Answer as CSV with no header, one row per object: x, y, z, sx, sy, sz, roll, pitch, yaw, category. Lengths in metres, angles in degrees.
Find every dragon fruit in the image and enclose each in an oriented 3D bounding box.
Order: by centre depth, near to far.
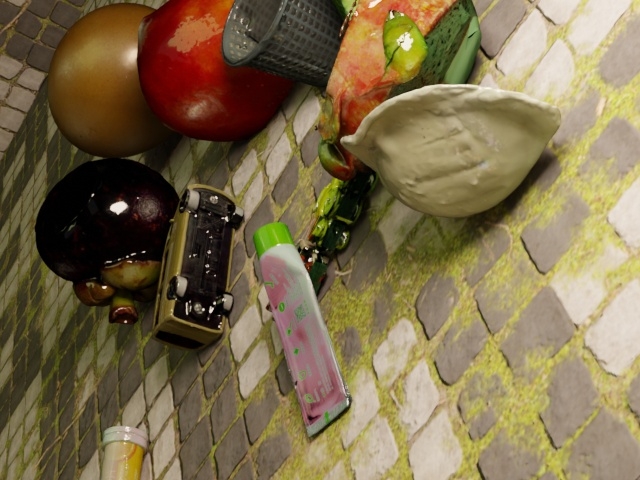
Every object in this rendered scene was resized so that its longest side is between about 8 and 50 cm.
0.094,-0.203,1.334,0.268,0.130,0.295,-21,-46,-66,dragon fruit

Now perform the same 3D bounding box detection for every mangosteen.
-0.367,-0.002,2.002,0.288,0.233,0.287,-22,48,27,mangosteen

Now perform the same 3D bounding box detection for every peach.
-0.135,-0.309,1.901,0.338,0.281,0.281,-11,51,18,peach

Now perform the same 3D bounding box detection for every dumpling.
0.126,-0.104,1.193,0.252,0.179,0.131,-20,52,58,dumpling

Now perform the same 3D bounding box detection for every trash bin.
-0.038,-0.308,1.698,0.175,0.161,0.175,-36,42,40,trash bin

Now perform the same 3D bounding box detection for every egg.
-0.391,-0.309,2.245,0.351,0.283,0.282,-47,31,44,egg

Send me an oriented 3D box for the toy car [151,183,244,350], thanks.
-0.198,0.041,1.790,0.124,0.101,0.256,-41,36,48,toy car

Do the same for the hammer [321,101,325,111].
0.052,-0.199,1.610,0.199,0.013,0.062,-5,64,62,hammer

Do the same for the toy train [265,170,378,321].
0.000,0.000,1.503,0.249,0.053,0.085,-62,18,12,toy train

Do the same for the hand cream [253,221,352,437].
-0.026,0.101,1.415,0.079,0.050,0.275,107,149,-55,hand cream

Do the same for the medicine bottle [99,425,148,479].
-0.310,0.398,1.746,0.074,0.074,0.218,-40,38,43,medicine bottle

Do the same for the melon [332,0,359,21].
0.068,-0.394,1.629,0.124,0.196,0.323,-21,31,9,melon
